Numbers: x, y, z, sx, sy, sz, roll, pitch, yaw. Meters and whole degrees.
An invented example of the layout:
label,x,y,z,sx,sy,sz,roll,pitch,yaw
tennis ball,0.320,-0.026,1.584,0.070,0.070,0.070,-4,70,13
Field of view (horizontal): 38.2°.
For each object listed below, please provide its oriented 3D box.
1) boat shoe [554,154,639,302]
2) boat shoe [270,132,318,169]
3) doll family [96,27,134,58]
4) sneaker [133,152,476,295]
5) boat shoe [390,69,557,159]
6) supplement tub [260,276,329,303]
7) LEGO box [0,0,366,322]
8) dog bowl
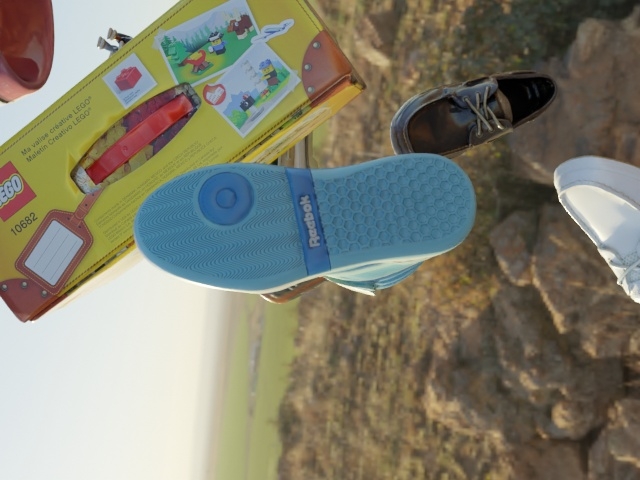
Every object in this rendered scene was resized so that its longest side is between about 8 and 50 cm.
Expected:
label,x,y,z,sx,sy,sz,roll,pitch,yaw
boat shoe,0.344,0.019,0.938,0.098,0.277,0.096,-31,29,60
boat shoe,-0.077,-0.206,1.865,0.113,0.103,0.302,158,102,-70
doll family,-0.343,-0.343,1.726,0.076,0.111,0.193,-62,37,23
sneaker,-0.018,0.002,0.931,0.208,0.319,0.127,107,160,-76
boat shoe,0.270,-0.229,1.599,0.130,0.355,0.132,-17,100,57
supplement tub,0.000,0.000,1.174,0.198,0.106,0.106,-28,45,33
LEGO box,-0.195,-0.138,1.240,0.193,0.500,0.372,53,-172,-2
dog bowl,-0.532,-0.384,1.399,0.408,0.150,0.408,-6,-90,-87
